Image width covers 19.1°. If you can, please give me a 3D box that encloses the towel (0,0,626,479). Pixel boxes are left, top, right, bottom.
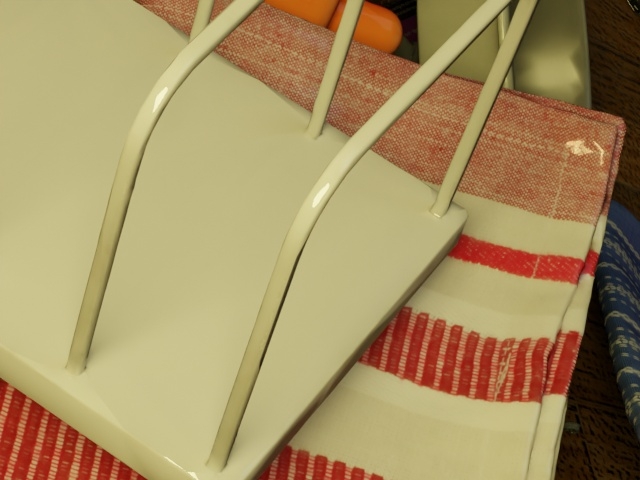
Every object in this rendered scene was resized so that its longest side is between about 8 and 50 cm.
[{"bbox_3d":[-0.009,0.043,0.798,0.237,0.037,0.329,17,56,0],"label":"towel"}]

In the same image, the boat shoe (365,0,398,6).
[{"bbox_3d":[0.004,-0.149,1.087,0.178,0.064,0.060,-1,107,-37],"label":"boat shoe"}]

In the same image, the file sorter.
[{"bbox_3d":[-0.082,-0.075,0.717,0.277,0.173,0.193,33,48,11],"label":"file sorter"}]

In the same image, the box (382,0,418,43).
[{"bbox_3d":[0.027,-0.182,1.180,0.116,0.029,0.162,-29,89,-54],"label":"box"}]

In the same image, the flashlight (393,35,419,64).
[{"bbox_3d":[0.000,0.000,0.944,0.103,0.103,0.304,43,39,-26],"label":"flashlight"}]

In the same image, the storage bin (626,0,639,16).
[{"bbox_3d":[0.338,-0.189,1.441,0.180,0.122,0.084,38,33,14],"label":"storage bin"}]

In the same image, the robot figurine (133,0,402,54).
[{"bbox_3d":[-0.056,-0.159,0.942,0.219,0.158,0.128,21,39,-9],"label":"robot figurine"}]

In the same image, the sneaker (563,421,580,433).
[{"bbox_3d":[0.117,0.116,1.028,0.098,0.069,0.038,38,40,-26],"label":"sneaker"}]

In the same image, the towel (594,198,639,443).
[{"bbox_3d":[0.251,0.113,1.134,0.243,0.040,0.336,47,17,-15],"label":"towel"}]

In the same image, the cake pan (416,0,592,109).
[{"bbox_3d":[0.109,-0.100,1.087,0.293,0.054,0.293,-3,90,-74],"label":"cake pan"}]
